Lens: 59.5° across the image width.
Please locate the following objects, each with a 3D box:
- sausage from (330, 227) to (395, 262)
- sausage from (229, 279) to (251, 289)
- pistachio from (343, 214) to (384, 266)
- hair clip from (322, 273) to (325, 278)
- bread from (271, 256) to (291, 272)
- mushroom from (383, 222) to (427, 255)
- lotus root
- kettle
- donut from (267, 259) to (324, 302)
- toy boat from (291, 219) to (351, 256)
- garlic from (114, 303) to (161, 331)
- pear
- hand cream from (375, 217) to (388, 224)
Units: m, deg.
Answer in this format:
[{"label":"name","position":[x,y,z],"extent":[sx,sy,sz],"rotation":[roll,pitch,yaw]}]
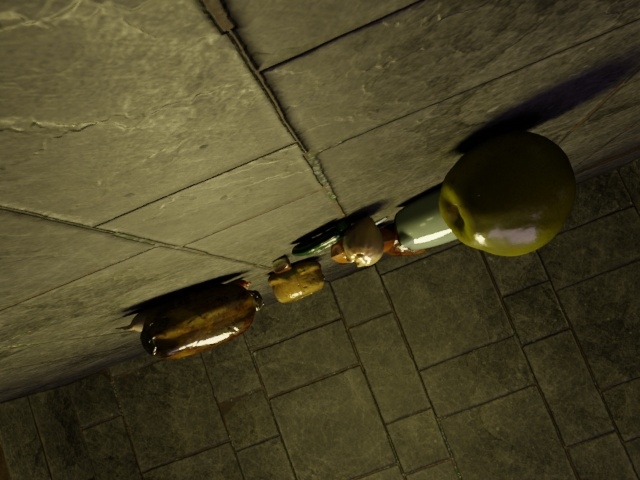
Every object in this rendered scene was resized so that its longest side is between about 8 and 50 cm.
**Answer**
[{"label":"sausage","position":[0.149,0.016,1.922],"extent":[0.274,0.105,0.105],"rotation":[-14,169,-43]},{"label":"sausage","position":[-0.400,0.212,1.987],"extent":[0.348,0.053,0.053],"rotation":[-23,172,13]},{"label":"pistachio","position":[0.127,0.001,1.613],"extent":[0.200,0.117,0.145],"rotation":[-73,-173,-76]},{"label":"hair clip","position":[-0.040,0.139,2.366],"extent":[0.066,0.036,0.229],"rotation":[-18,-169,-23]},{"label":"bread","position":[-0.130,0.082,1.849],"extent":[0.062,0.043,0.109],"rotation":[-22,173,-2]},{"label":"mushroom","position":[0.316,0.000,2.099],"extent":[0.194,0.138,0.231],"rotation":[-17,171,-25]},{"label":"lotus root","position":[-0.369,0.248,1.772],"extent":[0.398,0.195,0.179],"rotation":[-18,-153,-29]},{"label":"kettle","position":[0.354,-0.079,1.690],"extent":[0.237,0.161,0.221],"rotation":[-26,-159,36]},{"label":"donut","position":[-0.086,0.161,2.184],"extent":[0.209,0.128,0.261],"rotation":[-23,173,9]},{"label":"toy boat","position":[0.000,0.000,1.605],"extent":[0.210,0.052,0.104],"rotation":[-26,-168,38]},{"label":"garlic","position":[-0.553,0.262,1.833],"extent":[0.198,0.090,0.129],"rotation":[-20,-174,-41]},{"label":"pear","position":[0.421,-0.103,1.243],"extent":[0.295,0.294,0.294],"rotation":[-21,172,-3]},{"label":"hand cream","position":[0.180,-0.055,1.844],"extent":[0.093,0.019,0.030],"rotation":[-31,168,17]}]
